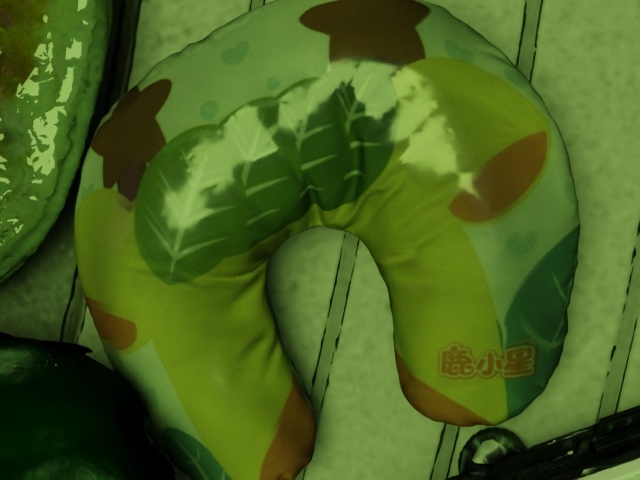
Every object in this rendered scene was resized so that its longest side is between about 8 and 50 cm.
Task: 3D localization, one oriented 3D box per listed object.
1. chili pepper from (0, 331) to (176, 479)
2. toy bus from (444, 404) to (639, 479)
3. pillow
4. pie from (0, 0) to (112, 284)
[{"bbox_3d":[-0.202,0.157,0.539,0.233,0.256,0.249,-24,83,42],"label":"chili pepper"},{"bbox_3d":[0.128,0.121,0.532,0.198,0.096,0.108,-22,88,17],"label":"toy bus"},{"bbox_3d":[0.000,0.000,0.582,0.233,0.086,0.214,-19,96,13],"label":"pillow"},{"bbox_3d":[-0.199,-0.084,0.642,0.240,0.054,0.241,0,89,22],"label":"pie"}]
